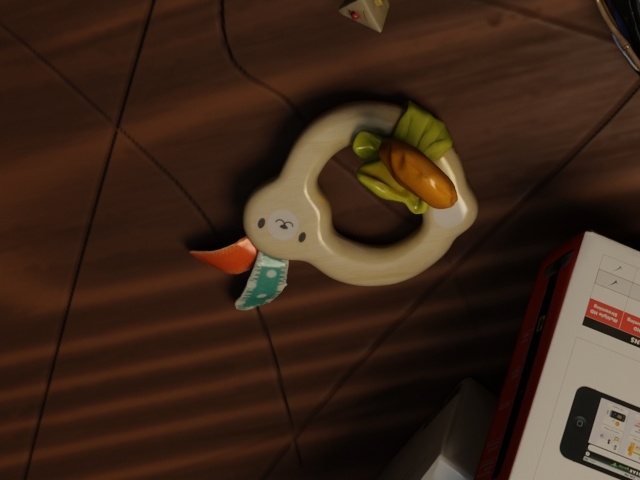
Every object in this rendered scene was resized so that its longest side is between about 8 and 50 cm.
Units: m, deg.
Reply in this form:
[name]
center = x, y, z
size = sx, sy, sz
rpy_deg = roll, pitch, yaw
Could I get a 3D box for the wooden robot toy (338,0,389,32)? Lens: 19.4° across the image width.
[wooden robot toy]
center = -0.015, -0.207, 1.176
size = 0.079, 0.076, 0.173
rpy_deg = -12, 105, 26

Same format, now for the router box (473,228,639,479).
[router box]
center = 0.253, 0.195, 1.125
size = 0.335, 0.082, 0.301
rpy_deg = 23, 71, -6

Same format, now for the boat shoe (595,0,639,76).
[boat shoe]
center = 0.188, -0.179, 1.143
size = 0.066, 0.066, 0.183
rpy_deg = -25, 101, 17

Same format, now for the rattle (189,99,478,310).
[rattle]
center = 0.000, 0.000, 1.204
size = 0.199, 0.143, 0.130
rpy_deg = -21, 121, 11

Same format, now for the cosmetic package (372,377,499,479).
[cosmetic package]
center = 0.175, 0.299, 1.250
size = 0.385, 0.156, 0.217
rpy_deg = 35, 109, -2
